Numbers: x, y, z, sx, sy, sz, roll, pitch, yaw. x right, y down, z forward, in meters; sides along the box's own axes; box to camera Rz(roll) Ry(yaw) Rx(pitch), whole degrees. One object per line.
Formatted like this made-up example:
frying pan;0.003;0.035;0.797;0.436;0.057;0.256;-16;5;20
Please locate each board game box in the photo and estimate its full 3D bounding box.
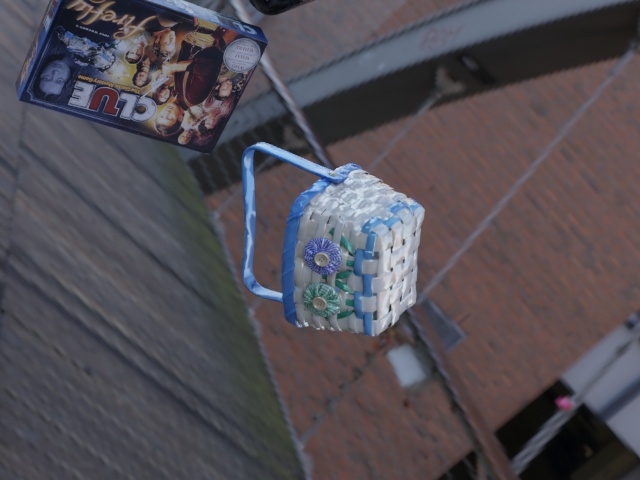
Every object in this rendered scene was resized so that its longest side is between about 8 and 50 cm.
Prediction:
board game box;-0.203;-0.203;1.313;0.243;0.165;0.042;14;31;-30

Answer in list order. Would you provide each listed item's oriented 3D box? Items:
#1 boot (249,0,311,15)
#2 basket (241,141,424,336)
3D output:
boot;0.087;-0.411;1.600;0.146;0.445;0.367;55;-25;3
basket;0.000;0.000;1.716;0.289;0.255;0.201;20;34;34
